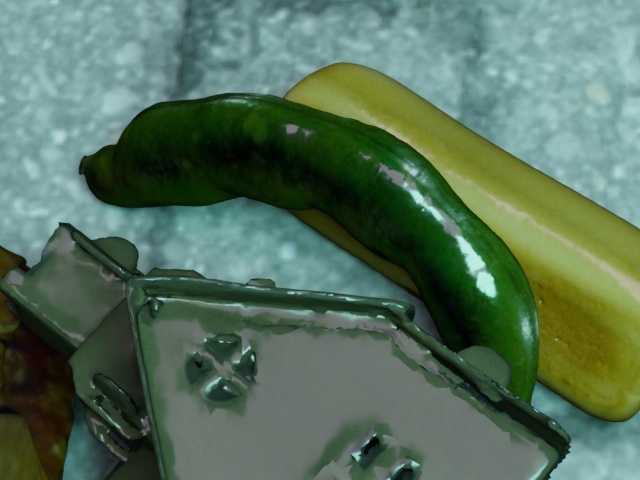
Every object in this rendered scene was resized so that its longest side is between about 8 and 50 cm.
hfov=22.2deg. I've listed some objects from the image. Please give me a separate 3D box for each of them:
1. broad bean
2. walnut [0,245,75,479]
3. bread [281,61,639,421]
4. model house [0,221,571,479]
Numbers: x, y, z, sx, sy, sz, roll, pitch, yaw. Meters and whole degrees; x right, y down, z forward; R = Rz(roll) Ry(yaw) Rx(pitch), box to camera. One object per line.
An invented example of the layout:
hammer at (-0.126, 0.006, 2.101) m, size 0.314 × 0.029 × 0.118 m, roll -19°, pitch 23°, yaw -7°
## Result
broad bean at (0.000, 0.000, 0.805) m, size 0.292 × 0.144 × 0.049 m, roll 36°, pitch 37°, yaw 17°
walnut at (-0.176, 0.079, 0.793) m, size 0.116 × 0.116 × 0.207 m, roll -6°, pitch 58°, yaw 1°
bread at (0.080, -0.007, 0.825) m, size 0.239 × 0.092 × 0.074 m, roll 35°, pitch 37°, yaw 19°
model house at (-0.056, 0.102, 0.711) m, size 0.243 × 0.211 × 0.204 m, roll 40°, pitch 72°, yaw 13°
